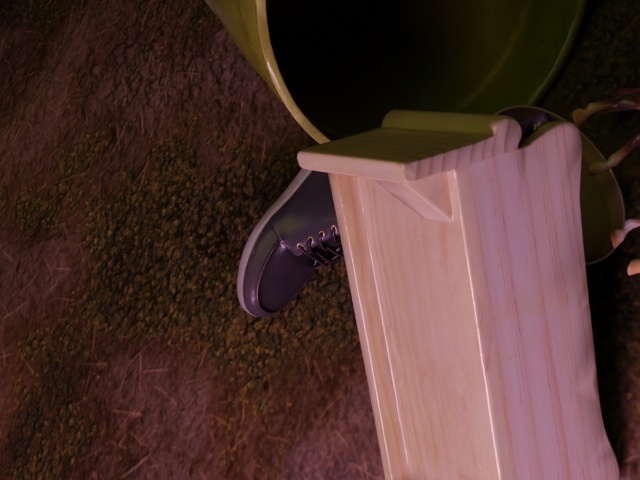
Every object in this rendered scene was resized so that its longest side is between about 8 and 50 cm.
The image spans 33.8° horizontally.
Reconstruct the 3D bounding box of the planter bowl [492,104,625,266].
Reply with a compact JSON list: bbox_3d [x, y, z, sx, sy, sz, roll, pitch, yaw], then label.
[{"bbox_3d":[0.183,-0.028,0.979,0.109,0.162,0.162,-44,44,50],"label":"planter bowl"}]

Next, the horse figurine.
[{"bbox_3d":[0.324,-0.064,0.910,0.174,0.066,0.263,-16,50,9],"label":"horse figurine"}]

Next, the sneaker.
[{"bbox_3d":[0.000,0.000,1.149,0.118,0.083,0.222,31,90,43],"label":"sneaker"}]

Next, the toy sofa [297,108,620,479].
[{"bbox_3d":[0.118,0.075,0.876,0.150,0.177,0.363,13,119,56],"label":"toy sofa"}]

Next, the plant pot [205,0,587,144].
[{"bbox_3d":[0.029,-0.299,1.113,0.366,0.366,0.353,-57,36,4],"label":"plant pot"}]
